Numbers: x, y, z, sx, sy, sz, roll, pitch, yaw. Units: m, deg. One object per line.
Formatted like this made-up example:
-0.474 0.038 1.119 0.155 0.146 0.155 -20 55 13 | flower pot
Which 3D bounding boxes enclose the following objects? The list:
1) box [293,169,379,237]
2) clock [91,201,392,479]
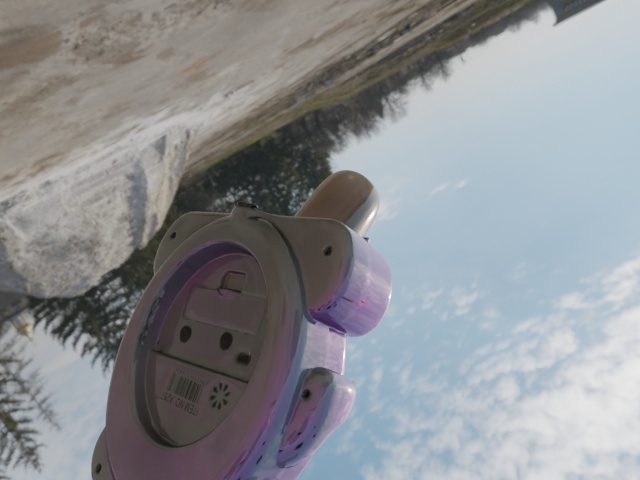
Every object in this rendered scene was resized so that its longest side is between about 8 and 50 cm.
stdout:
0.000 0.000 0.691 0.200 0.088 0.146 -54 175 -20 | box
-0.075 0.097 0.426 0.227 0.090 0.248 5 -110 39 | clock
